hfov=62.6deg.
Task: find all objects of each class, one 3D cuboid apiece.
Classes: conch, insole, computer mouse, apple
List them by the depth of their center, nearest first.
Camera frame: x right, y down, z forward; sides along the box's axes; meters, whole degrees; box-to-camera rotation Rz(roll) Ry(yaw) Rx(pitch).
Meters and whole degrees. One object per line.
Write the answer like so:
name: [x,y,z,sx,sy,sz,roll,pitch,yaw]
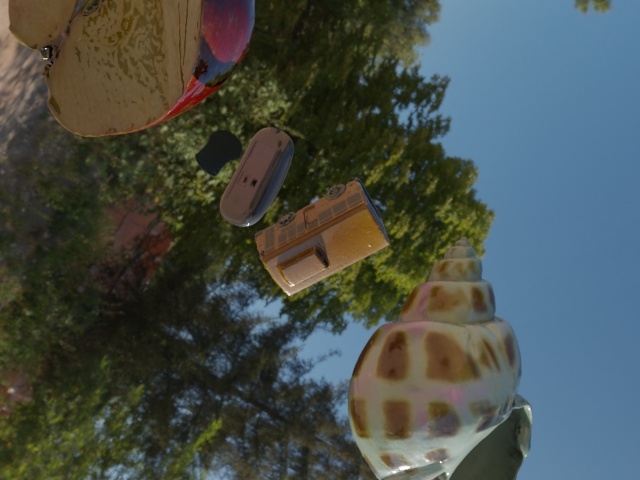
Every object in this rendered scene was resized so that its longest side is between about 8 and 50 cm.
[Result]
insole: [-0.122,-0.109,0.643,0.002,0.045,0.135,-38,-163,23]
apple: [-0.248,-0.313,0.673,0.365,0.295,0.329,-30,-137,32]
conch: [0.160,0.194,0.681,0.197,0.249,0.368,-117,-134,-63]
computer mouse: [-0.142,-0.140,1.173,0.120,0.057,0.232,25,-93,29]

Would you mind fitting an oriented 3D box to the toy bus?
toy bus: [0.000,0.000,0.841,0.201,0.098,0.114,-28,-150,10]
